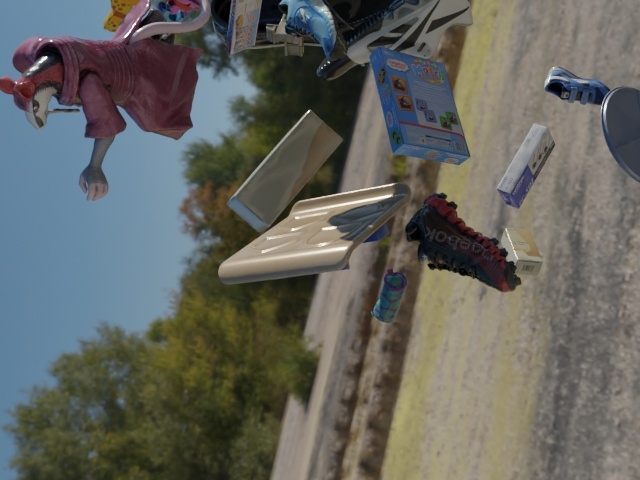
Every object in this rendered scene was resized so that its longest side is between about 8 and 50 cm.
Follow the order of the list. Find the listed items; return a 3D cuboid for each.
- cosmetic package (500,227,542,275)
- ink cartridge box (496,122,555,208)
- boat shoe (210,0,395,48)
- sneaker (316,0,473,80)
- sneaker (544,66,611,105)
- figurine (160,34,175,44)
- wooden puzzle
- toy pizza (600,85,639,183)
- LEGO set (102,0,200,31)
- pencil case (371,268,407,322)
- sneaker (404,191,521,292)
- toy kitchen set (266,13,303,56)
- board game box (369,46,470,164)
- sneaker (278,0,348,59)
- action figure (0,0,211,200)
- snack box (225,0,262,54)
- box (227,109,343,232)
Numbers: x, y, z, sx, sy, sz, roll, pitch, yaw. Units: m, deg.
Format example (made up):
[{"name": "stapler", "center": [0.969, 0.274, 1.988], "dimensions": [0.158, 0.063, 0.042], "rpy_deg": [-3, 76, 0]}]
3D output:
[{"name": "cosmetic package", "center": [0.436, 0.024, 1.903], "dimensions": [0.115, 0.060, 0.041], "rpy_deg": [-98, 15, -52]}, {"name": "ink cartridge box", "center": [0.543, -0.196, 2.308], "dimensions": [0.207, 0.046, 0.097], "rpy_deg": [-59, -34, -8]}, {"name": "boat shoe", "center": [-0.015, -0.532, 1.958], "dimensions": [0.156, 0.501, 0.186], "rpy_deg": [17, -112, -78]}, {"name": "sneaker", "center": [0.150, -0.386, 1.729], "dimensions": [0.331, 0.146, 0.122], "rpy_deg": [-30, 20, 18]}, {"name": "sneaker", "center": [0.529, -0.307, 1.808], "dimensions": [0.059, 0.144, 0.053], "rpy_deg": [-48, -28, -35]}, {"name": "figurine", "center": [-0.488, -0.486, 2.544], "dimensions": [0.214, 0.092, 0.209], "rpy_deg": [-77, -3, -50]}, {"name": "wooden puzzle", "center": [0.000, 0.000, 1.850], "dimensions": [0.348, 0.322, 0.080], "rpy_deg": [-45, -60, -51]}, {"name": "toy pizza", "center": [0.574, -0.184, 1.581], "dimensions": [0.032, 0.201, 0.201], "rpy_deg": [-33, 37, 54]}, {"name": "LEGO set", "center": [-0.324, -0.404, 1.511], "dimensions": [0.093, 0.227, 0.087], "rpy_deg": [-40, 48, 34]}, {"name": "pencil case", "center": [0.178, 0.146, 2.259], "dimensions": [0.151, 0.065, 0.070], "rpy_deg": [104, 153, -48]}, {"name": "sneaker", "center": [0.272, 0.026, 1.739], "dimensions": [0.135, 0.276, 0.097], "rpy_deg": [-38, -33, -10]}, {"name": "toy kitchen set", "center": [-0.071, -0.358, 1.576], "dimensions": [0.083, 0.068, 0.075], "rpy_deg": [88, -167, -46]}, {"name": "board game box", "center": [0.182, -0.247, 1.610], "dimensions": [0.039, 0.160, 0.211], "rpy_deg": [-38, 54, 47]}, {"name": "sneaker", "center": [-0.014, -0.319, 1.315], "dimensions": [0.162, 0.073, 0.063], "rpy_deg": [62, -175, 36]}, {"name": "action figure", "center": [-0.305, -0.241, 1.278], "dimensions": [0.275, 0.248, 0.370], "rpy_deg": [-52, -12, 24]}, {"name": "snack box", "center": [-0.158, -0.459, 1.814], "dimensions": [0.064, 0.022, 0.178], "rpy_deg": [-28, -21, -24]}, {"name": "box", "center": [-0.096, -0.179, 2.293], "dimensions": [0.311, 0.121, 0.148], "rpy_deg": [-50, 7, -13]}]
